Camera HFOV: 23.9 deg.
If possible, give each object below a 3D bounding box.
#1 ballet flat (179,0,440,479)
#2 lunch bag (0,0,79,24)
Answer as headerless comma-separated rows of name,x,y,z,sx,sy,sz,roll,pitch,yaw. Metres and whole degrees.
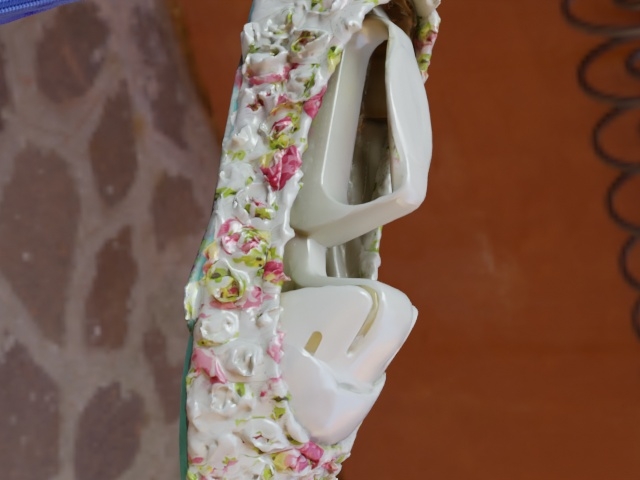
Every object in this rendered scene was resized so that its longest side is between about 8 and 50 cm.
ballet flat,0.000,0.000,0.559,0.091,0.077,0.241,24,67,-53
lunch bag,-0.218,-0.120,0.567,0.303,0.243,0.115,-32,126,-55
